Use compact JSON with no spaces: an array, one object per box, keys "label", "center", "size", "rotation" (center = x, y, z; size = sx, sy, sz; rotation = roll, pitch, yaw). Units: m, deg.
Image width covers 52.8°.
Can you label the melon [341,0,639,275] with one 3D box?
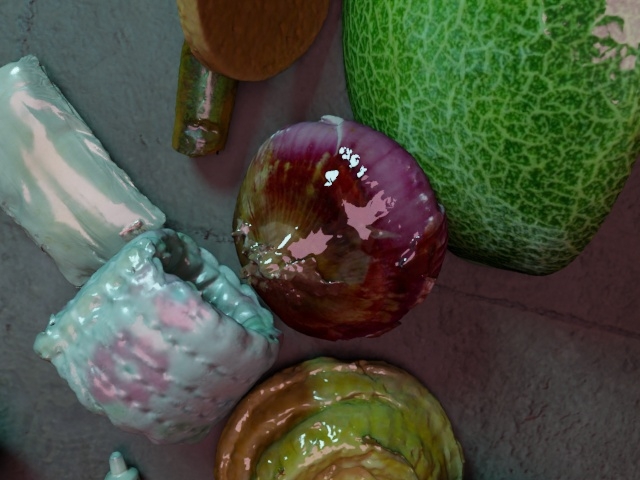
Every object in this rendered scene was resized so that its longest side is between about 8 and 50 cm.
[{"label":"melon","center":[0.173,-0.129,0.611],"size":[0.331,0.226,0.343],"rotation":[5,102,34]}]

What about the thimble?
[{"label":"thimble","center":[-0.149,0.086,0.613],"size":[0.149,0.211,0.185],"rotation":[-46,56,4]}]

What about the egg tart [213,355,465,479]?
[{"label":"egg tart","center":[0.025,0.272,0.713],"size":[0.290,0.115,0.290],"rotation":[-1,102,-3]}]

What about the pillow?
[{"label":"pillow","center":[-0.272,-0.067,0.656],"size":[0.128,0.051,0.229],"rotation":[-37,101,8]}]

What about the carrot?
[{"label":"carrot","center":[-0.097,-0.210,0.638],"size":[0.070,0.070,0.260],"rotation":[12,100,-7]}]

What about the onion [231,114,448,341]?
[{"label":"onion","center":[0.000,0.000,0.606],"size":[0.230,0.163,0.230],"rotation":[9,109,26]}]

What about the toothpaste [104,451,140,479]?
[{"label":"toothpaste","center":[-0.213,0.350,0.745],"size":[0.060,0.038,0.233],"rotation":[-8,104,-1]}]

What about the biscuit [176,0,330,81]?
[{"label":"biscuit","center":[-0.038,-0.284,0.578],"size":[0.044,0.202,0.288],"rotation":[21,93,30]}]
